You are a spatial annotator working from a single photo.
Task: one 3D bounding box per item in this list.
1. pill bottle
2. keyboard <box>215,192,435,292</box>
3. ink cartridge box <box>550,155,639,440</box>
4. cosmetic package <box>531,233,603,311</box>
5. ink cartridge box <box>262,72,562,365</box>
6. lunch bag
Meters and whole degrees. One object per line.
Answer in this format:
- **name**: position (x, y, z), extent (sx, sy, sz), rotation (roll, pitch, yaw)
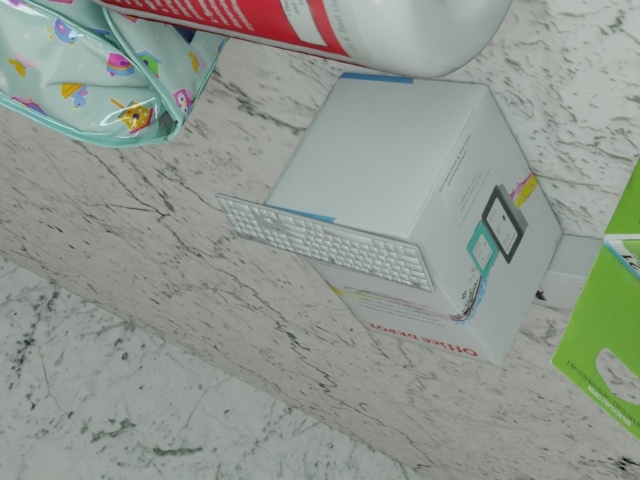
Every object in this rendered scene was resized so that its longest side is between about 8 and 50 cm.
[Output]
- **pill bottle**: position (-0.065, -0.267, 0.792), extent (0.408, 0.229, 0.229), rotation (18, 158, 29)
- **keyboard**: position (0.000, 0.000, 1.095), extent (0.256, 0.014, 0.072), rotation (15, 153, 33)
- **ink cartridge box**: position (0.344, 0.052, 0.979), extent (0.189, 0.255, 0.097), rotation (40, 158, -28)
- **cosmetic package**: position (0.290, 0.040, 1.314), extent (0.239, 0.060, 0.099), rotation (10, 154, 42)
- **ink cartridge box**: position (0.113, -0.022, 1.196), extent (0.198, 0.197, 0.270), rotation (12, 154, 38)
- **lunch bag**: position (-0.218, -0.219, 1.021), extent (0.262, 0.223, 0.160), rotation (22, 132, -6)
